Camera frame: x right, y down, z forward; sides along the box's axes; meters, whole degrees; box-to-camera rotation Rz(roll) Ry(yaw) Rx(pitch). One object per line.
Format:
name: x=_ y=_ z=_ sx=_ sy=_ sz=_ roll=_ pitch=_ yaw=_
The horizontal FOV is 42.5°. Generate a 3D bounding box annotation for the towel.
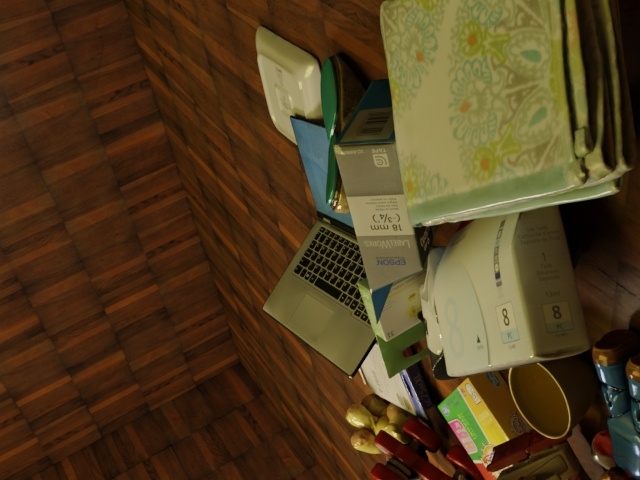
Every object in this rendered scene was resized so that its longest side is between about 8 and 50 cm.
towel: x=0.207 y=-0.191 z=0.995 sx=0.374 sy=0.090 sz=0.320 roll=-12 pitch=82 yaw=61

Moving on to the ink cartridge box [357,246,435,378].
ink cartridge box: x=0.182 y=0.148 z=1.608 sx=0.056 sy=0.171 sz=0.235 roll=29 pitch=142 yaw=60

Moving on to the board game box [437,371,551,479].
board game box: x=0.374 y=0.422 z=1.638 sx=0.316 sy=0.064 sz=0.242 roll=57 pitch=161 yaw=18

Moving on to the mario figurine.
mario figurine: x=0.470 y=0.282 z=1.157 sx=0.198 sy=0.170 sz=0.320 roll=-64 pitch=-34 yaw=-68

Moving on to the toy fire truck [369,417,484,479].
toy fire truck: x=0.266 y=0.568 z=1.945 sx=0.302 sy=0.169 sz=0.254 roll=29 pitch=162 yaw=31

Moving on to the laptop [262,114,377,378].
laptop: x=0.000 y=0.000 z=1.719 sx=0.236 sy=0.407 sz=0.382 roll=34 pitch=177 yaw=-36

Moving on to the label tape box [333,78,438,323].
label tape box: x=0.134 y=-0.066 z=1.335 sx=0.106 sy=0.240 sz=0.333 roll=-2 pitch=124 yaw=22

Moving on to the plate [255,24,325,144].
plate: x=-0.063 y=-0.315 z=1.840 sx=0.277 sy=0.045 sz=0.278 roll=43 pitch=153 yaw=47

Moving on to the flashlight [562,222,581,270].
flashlight: x=0.324 y=0.093 z=1.263 sx=0.103 sy=0.103 sz=0.304 roll=29 pitch=150 yaw=16

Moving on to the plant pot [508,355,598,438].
plant pot: x=0.378 y=0.230 z=1.293 sx=0.134 sy=0.095 sz=0.134 roll=46 pitch=147 yaw=42

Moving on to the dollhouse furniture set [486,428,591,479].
dollhouse furniture set: x=0.358 y=0.426 z=1.269 sx=0.201 sy=0.152 sz=0.374 roll=62 pitch=-162 yaw=7

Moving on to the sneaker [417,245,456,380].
sneaker: x=0.248 y=0.137 z=1.542 sx=0.330 sy=0.123 sz=0.146 roll=83 pitch=171 yaw=-49

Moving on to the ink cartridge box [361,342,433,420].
ink cartridge box: x=0.179 y=0.319 z=2.036 sx=0.185 sy=0.065 sz=0.311 roll=67 pitch=164 yaw=-12

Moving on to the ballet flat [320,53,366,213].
ballet flat: x=0.063 y=-0.195 z=1.509 sx=0.123 sy=0.123 sz=0.348 roll=92 pitch=176 yaw=-56

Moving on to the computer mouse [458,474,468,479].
computer mouse: x=0.270 y=0.429 z=1.306 sx=0.262 sy=0.060 sz=0.184 roll=45 pitch=-173 yaw=-41

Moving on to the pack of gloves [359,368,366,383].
pack of gloves: x=0.050 y=0.261 z=2.250 sx=0.195 sy=0.046 sz=0.232 roll=-114 pitch=2 yaw=-63

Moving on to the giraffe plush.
giraffe plush: x=0.187 y=0.479 z=2.109 sx=0.210 sy=0.181 sz=0.170 roll=62 pitch=146 yaw=14

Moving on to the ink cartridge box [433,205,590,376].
ink cartridge box: x=0.235 y=-0.008 z=1.181 sx=0.308 sy=0.091 sz=0.384 roll=128 pitch=133 yaw=-73
